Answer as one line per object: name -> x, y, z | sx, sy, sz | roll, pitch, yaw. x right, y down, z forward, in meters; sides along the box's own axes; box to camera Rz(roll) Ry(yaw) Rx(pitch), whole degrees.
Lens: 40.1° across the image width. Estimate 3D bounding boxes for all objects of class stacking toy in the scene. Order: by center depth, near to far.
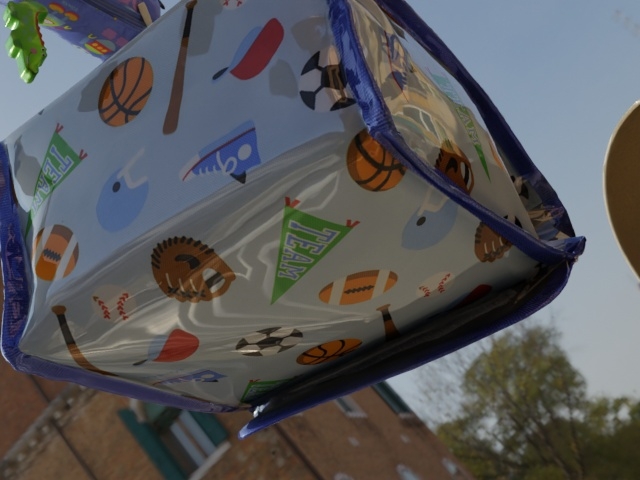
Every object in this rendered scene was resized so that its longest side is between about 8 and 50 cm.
stacking toy -> -0.168, -0.238, 0.576 | 0.052, 0.221, 0.167 | 0, -16, -33

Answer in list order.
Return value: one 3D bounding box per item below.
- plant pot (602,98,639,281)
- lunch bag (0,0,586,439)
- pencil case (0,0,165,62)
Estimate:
plant pot -> 0.424, -0.050, 0.769 | 0.191, 0.284, 0.284 | -32, -26, -26
lunch bag -> 0.000, 0.000, 0.695 | 0.328, 0.239, 0.385 | -28, -32, 23
pencil case -> -0.336, -0.330, 1.176 | 0.306, 0.133, 0.119 | 20, -98, -61
